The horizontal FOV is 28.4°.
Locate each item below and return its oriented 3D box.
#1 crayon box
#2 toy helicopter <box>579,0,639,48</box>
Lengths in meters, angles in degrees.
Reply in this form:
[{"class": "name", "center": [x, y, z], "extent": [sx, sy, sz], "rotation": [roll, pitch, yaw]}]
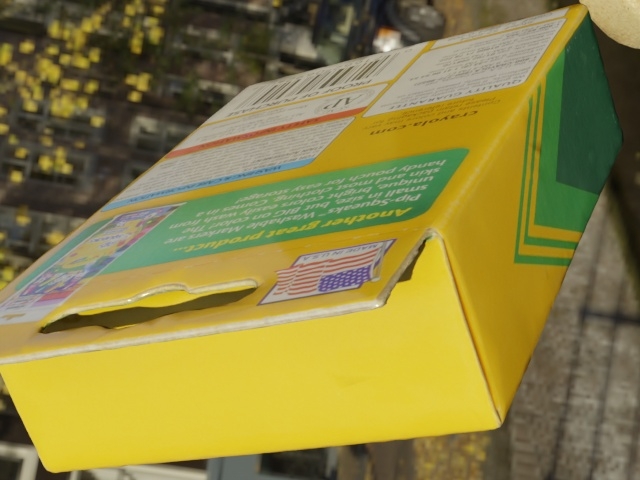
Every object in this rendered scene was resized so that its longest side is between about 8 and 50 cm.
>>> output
[{"class": "crayon box", "center": [0.000, 0.000, 0.551], "extent": [0.323, 0.203, 0.083], "rotation": [-49, -56, -57]}, {"class": "toy helicopter", "center": [0.084, -0.235, 0.739], "extent": [0.140, 0.355, 0.235], "rotation": [-34, 32, 57]}]
